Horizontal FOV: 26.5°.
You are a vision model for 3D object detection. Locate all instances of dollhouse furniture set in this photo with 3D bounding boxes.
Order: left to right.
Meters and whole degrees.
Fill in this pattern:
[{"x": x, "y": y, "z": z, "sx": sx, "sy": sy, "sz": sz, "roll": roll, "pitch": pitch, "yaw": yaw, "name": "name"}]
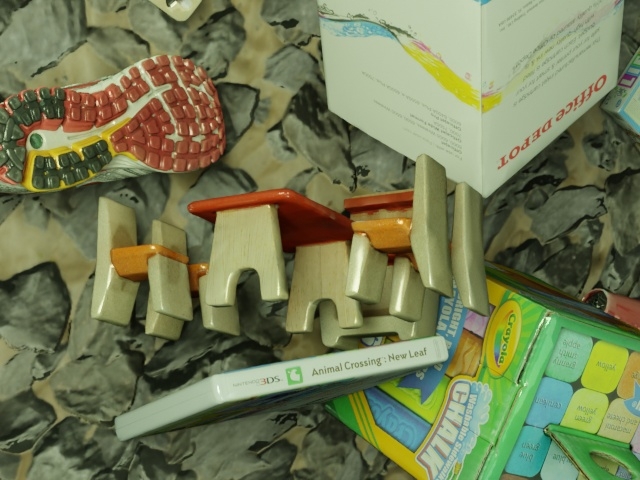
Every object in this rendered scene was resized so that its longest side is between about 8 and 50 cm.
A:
[{"x": 0.000, "y": 0.000, "z": 1.020, "sx": 0.259, "sy": 0.262, "sz": 0.135, "roll": 26, "pitch": 61, "yaw": -61, "name": "dollhouse furniture set"}]

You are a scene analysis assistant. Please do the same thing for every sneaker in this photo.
[{"x": -0.163, "y": -0.082, "z": 0.986, "sx": 0.225, "sy": 0.092, "sz": 0.088, "roll": -11, "pitch": 92, "yaw": -43, "name": "sneaker"}]

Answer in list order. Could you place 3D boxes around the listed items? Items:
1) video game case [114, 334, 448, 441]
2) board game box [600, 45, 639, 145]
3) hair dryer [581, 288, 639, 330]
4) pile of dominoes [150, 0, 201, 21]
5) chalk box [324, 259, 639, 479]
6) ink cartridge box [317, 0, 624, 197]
[{"x": -0.036, "y": 0.116, "z": 1.055, "sx": 0.193, "sy": 0.212, "sz": 0.023, "roll": -7, "pitch": 79, "yaw": -29, "name": "video game case"}, {"x": 0.346, "y": -0.126, "z": 1.306, "sx": 0.154, "sy": 0.026, "sz": 0.103, "roll": 37, "pitch": 85, "yaw": -34, "name": "board game box"}, {"x": 0.315, "y": 0.170, "z": 1.353, "sx": 0.223, "sy": 0.080, "sz": 0.293, "roll": -27, "pitch": 117, "yaw": -21, "name": "hair dryer"}, {"x": -0.114, "y": -0.279, "z": 0.927, "sx": 0.251, "sy": 0.040, "sz": 0.196, "roll": 34, "pitch": 103, "yaw": -30, "name": "pile of dominoes"}, {"x": 0.170, "y": 0.131, "z": 1.125, "sx": 0.180, "sy": 0.289, "sz": 0.179, "roll": 19, "pitch": 96, "yaw": -35, "name": "chalk box"}, {"x": 0.110, "y": -0.189, "z": 1.002, "sx": 0.171, "sy": 0.168, "sz": 0.233, "roll": -38, "pitch": 143, "yaw": -27, "name": "ink cartridge box"}]
